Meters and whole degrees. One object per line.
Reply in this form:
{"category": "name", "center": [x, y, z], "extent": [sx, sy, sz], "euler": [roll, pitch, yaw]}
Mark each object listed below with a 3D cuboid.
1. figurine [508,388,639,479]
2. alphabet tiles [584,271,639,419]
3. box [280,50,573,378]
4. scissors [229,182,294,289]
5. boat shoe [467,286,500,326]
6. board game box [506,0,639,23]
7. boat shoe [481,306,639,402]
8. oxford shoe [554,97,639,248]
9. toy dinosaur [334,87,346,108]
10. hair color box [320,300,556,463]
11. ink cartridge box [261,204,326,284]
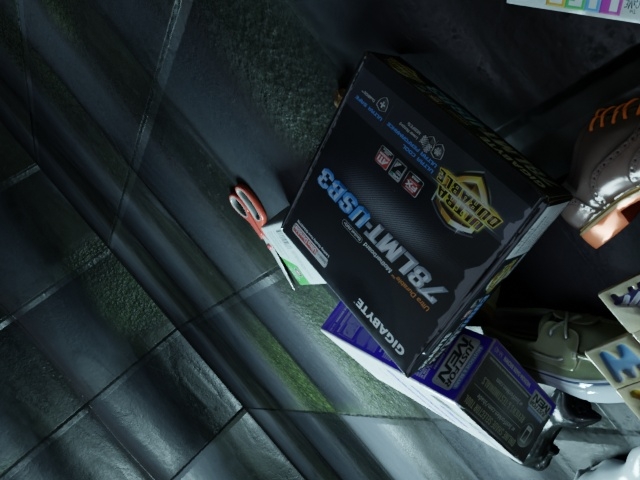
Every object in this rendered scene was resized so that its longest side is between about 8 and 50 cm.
{"category": "figurine", "center": [0.427, 0.336, 0.848], "extent": [0.215, 0.092, 0.209], "euler": [36, 145, 19]}
{"category": "alphabet tiles", "center": [0.461, 0.143, 0.528], "extent": [0.342, 0.011, 0.285], "euler": [49, 128, -2]}
{"category": "box", "center": [0.101, -0.032, 0.676], "extent": [0.295, 0.073, 0.293], "euler": [50, 128, 28]}
{"category": "scissors", "center": [-0.120, -0.001, 1.245], "extent": [0.109, 0.021, 0.297], "euler": [-12, 114, 56]}
{"category": "boat shoe", "center": [0.184, 0.083, 0.885], "extent": [0.104, 0.089, 0.285], "euler": [37, 160, -25]}
{"category": "board game box", "center": [0.241, -0.247, 0.453], "extent": [0.154, 0.026, 0.103], "euler": [27, 145, 34]}
{"category": "boat shoe", "center": [0.329, 0.142, 0.719], "extent": [0.094, 0.109, 0.302], "euler": [52, 154, -11]}
{"category": "oxford shoe", "center": [0.295, -0.095, 0.497], "extent": [0.098, 0.097, 0.271], "euler": [45, 152, 19]}
{"category": "toy dinosaur", "center": [0.070, -0.125, 0.796], "extent": [0.211, 0.064, 0.112], "euler": [50, 150, -3]}
{"category": "hair color box", "center": [0.167, 0.194, 0.846], "extent": [0.185, 0.110, 0.339], "euler": [44, 167, -28]}
{"category": "ink cartridge box", "center": [0.000, 0.000, 1.015], "extent": [0.153, 0.087, 0.208], "euler": [57, 151, -14]}
